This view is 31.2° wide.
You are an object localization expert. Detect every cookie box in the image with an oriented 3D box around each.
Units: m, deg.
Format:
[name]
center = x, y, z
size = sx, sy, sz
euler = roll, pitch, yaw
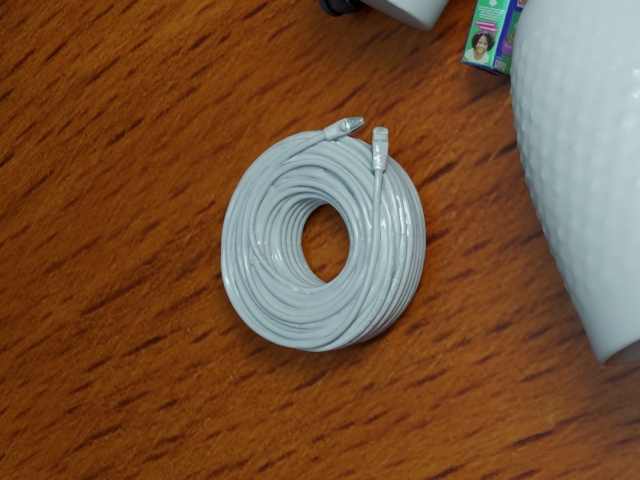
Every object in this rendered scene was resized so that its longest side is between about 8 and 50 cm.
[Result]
[cookie box]
center = 0.195, -0.231, 1.216
size = 0.040, 0.092, 0.107
euler = 17, 98, 28

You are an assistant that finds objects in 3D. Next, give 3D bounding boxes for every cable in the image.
[cable]
center = 0.000, 0.000, 1.338
size = 0.257, 0.089, 0.257
euler = -10, 84, 33

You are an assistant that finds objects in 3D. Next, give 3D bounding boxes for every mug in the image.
[mug]
center = 0.360, -0.106, 1.025
size = 0.374, 0.276, 0.328
euler = -20, 74, -1

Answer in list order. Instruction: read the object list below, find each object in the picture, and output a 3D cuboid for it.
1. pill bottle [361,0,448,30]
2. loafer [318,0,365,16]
[pill bottle]
center = 0.127, -0.416, 1.173
size = 0.210, 0.210, 0.363
euler = 33, 98, 29
[loafer]
center = 0.054, -0.409, 1.309
size = 0.095, 0.109, 0.303
euler = 5, 88, 29
